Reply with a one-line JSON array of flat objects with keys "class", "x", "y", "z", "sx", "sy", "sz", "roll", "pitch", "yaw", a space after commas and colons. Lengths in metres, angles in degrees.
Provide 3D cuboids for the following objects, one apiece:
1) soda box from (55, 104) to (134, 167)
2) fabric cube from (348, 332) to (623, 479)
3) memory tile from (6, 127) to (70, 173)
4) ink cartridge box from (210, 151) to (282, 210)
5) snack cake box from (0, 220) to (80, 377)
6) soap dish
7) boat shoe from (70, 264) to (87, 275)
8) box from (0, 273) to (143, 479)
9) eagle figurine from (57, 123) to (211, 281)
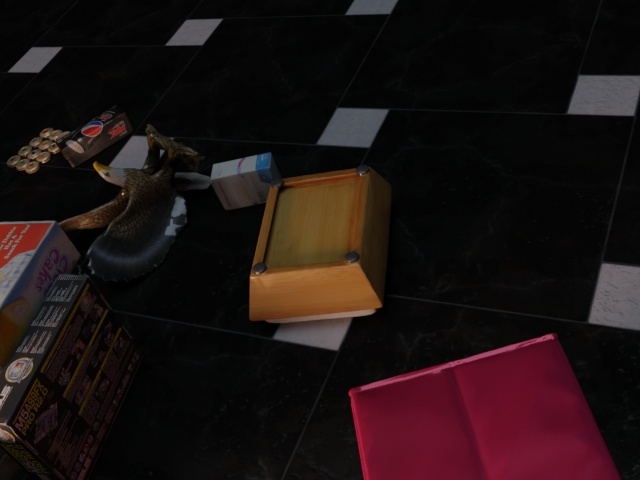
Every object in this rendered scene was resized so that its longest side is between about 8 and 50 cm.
[{"class": "soda box", "x": -0.524, "y": -0.243, "z": 1.884, "sx": 0.169, "sy": 0.060, "sz": 0.053, "roll": -35, "pitch": 46, "yaw": -15}, {"class": "fabric cube", "x": 0.196, "y": 0.306, "z": 0.913, "sx": 0.259, "sy": 0.254, "sz": 0.258, "roll": -17, "pitch": 43, "yaw": 5}, {"class": "memory tile", "x": -0.678, "y": -0.220, "z": 1.956, "sx": 0.113, "sy": 0.012, "sz": 0.148, "roll": 18, "pitch": 55, "yaw": 34}, {"class": "ink cartridge box", "x": -0.143, "y": -0.115, "z": 1.586, "sx": 0.122, "sy": 0.088, "sz": 0.052, "roll": -11, "pitch": 44, "yaw": 11}, {"class": "snack cake box", "x": -0.507, "y": 0.091, "z": 1.253, "sx": 0.152, "sy": 0.089, "sz": 0.264, "roll": -2, "pitch": 46, "yaw": 22}, {"class": "soap dish", "x": 0.000, "y": 0.000, "z": 1.395, "sx": 0.229, "sy": 0.118, "sz": 0.291, "roll": -7, "pitch": 44, "yaw": 15}, {"class": "boat shoe", "x": -0.546, "y": 0.120, "z": 1.519, "sx": 0.084, "sy": 0.079, "sz": 0.233, "roll": 29, "pitch": 64, "yaw": 38}, {"class": "box", "x": -0.389, "y": 0.222, "z": 1.253, "sx": 0.060, "sy": 0.216, "sz": 0.270, "roll": -1, "pitch": 47, "yaw": 21}, {"class": "eagle figurine", "x": -0.369, "y": -0.077, "z": 1.602, "sx": 0.298, "sy": 0.225, "sz": 0.226, "roll": -61, "pitch": 5, "yaw": 1}]
